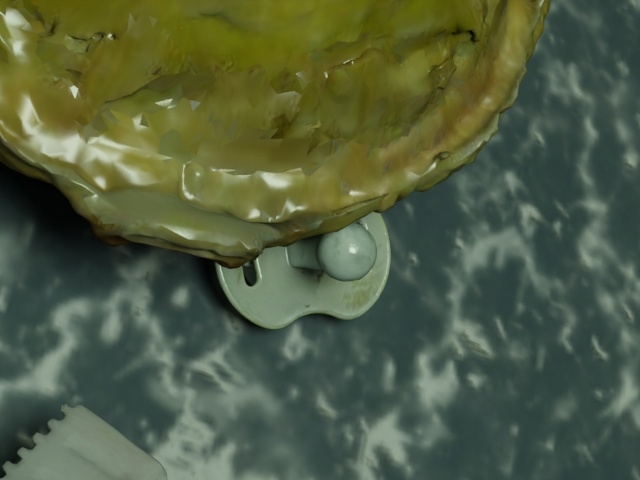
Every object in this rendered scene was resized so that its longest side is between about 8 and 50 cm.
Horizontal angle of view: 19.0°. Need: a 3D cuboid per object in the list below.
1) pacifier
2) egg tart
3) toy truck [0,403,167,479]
[{"bbox_3d":[0.000,0.000,0.768,0.083,0.064,0.068,-5,90,-32],"label":"pacifier"},{"bbox_3d":[-0.039,-0.160,0.748,0.341,0.129,0.341,13,59,-22],"label":"egg tart"},{"bbox_3d":[-0.021,0.191,0.659,0.286,0.111,0.136,44,25,0],"label":"toy truck"}]
